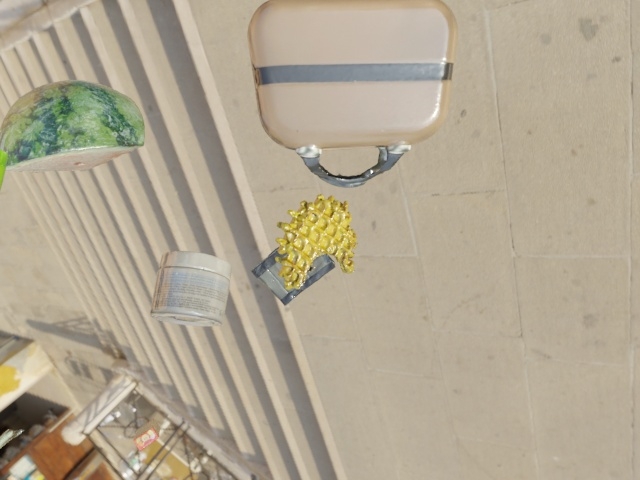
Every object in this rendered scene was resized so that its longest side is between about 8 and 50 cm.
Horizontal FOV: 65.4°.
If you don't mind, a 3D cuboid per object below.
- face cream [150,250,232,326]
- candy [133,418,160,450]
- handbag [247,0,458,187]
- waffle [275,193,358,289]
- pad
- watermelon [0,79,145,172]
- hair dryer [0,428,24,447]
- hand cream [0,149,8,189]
[{"bbox_3d":[-0.313,0.123,1.215,0.177,0.152,0.177,6,161,2],"label":"face cream"},{"bbox_3d":[-0.496,0.555,1.430,0.038,0.062,0.122,59,163,-2],"label":"candy"},{"bbox_3d":[0.046,-0.219,0.758,0.302,0.149,0.283,-2,106,-4],"label":"handbag"},{"bbox_3d":[0.000,0.000,1.428,0.069,0.293,0.259,14,115,47],"label":"waffle"},{"bbox_3d":[-0.086,0.088,1.614,0.233,0.022,0.174,-40,102,14],"label":"pad"},{"bbox_3d":[-0.488,-0.236,1.009,0.256,0.260,0.176,3,161,-18],"label":"watermelon"},{"bbox_3d":[-0.702,0.516,0.972,0.267,0.092,0.229,-17,74,4],"label":"hair dryer"},{"bbox_3d":[-0.369,-0.041,0.547,0.036,0.023,0.122,-3,74,29],"label":"hand cream"}]
